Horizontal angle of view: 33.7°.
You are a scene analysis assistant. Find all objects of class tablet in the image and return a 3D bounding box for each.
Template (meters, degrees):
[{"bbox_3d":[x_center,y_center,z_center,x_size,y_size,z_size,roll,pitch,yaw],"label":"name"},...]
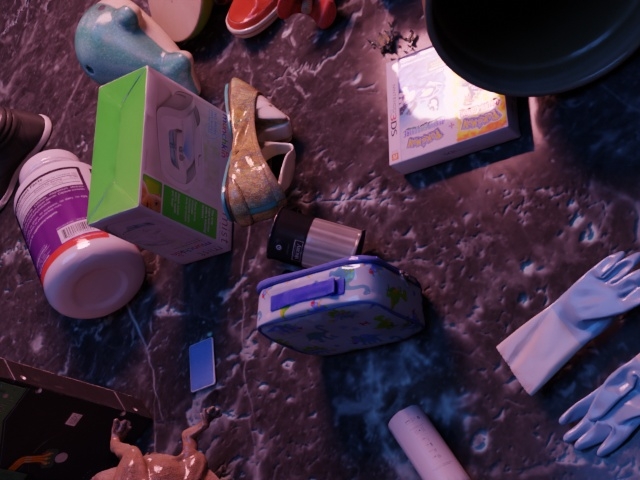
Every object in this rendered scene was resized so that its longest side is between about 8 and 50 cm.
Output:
[{"bbox_3d":[-0.196,0.206,1.753,0.054,0.006,0.083,-24,57,30],"label":"tablet"}]

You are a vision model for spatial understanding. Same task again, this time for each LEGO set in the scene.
[{"bbox_3d":[0.116,-0.325,1.725,0.083,0.023,0.054,26,91,29],"label":"LEGO set"}]

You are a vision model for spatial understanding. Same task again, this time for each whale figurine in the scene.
[{"bbox_3d":[-0.348,-0.339,1.974,0.272,0.216,0.141,32,61,27],"label":"whale figurine"}]

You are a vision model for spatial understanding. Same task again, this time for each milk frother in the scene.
[{"bbox_3d":[0.000,0.000,1.631,0.135,0.129,0.143,16,47,8],"label":"milk frother"}]

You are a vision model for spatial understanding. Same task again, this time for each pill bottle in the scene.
[{"bbox_3d":[-0.452,-0.021,1.940,0.181,0.181,0.323,-45,49,15],"label":"pill bottle"}]

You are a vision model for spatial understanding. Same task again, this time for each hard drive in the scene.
[{"bbox_3d":[-0.466,0.321,1.698,0.237,0.339,0.064,-52,49,10],"label":"hard drive"}]

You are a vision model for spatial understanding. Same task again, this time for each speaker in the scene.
[{"bbox_3d":[0.146,0.286,1.410,0.055,0.055,0.136,-47,50,13],"label":"speaker"}]

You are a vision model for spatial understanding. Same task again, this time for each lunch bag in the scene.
[{"bbox_3d":[0.027,0.094,1.508,0.219,0.176,0.090,-17,61,34],"label":"lunch bag"}]

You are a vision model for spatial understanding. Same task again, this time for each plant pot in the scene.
[{"bbox_3d":[0.283,-0.406,1.459,0.323,0.323,0.280,-34,37,23],"label":"plant pot"}]

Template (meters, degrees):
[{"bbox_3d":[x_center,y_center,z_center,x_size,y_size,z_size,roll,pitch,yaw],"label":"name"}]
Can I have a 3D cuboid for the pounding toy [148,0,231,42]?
[{"bbox_3d":[-0.245,-0.453,2.031,0.183,0.110,0.237,49,134,29],"label":"pounding toy"}]

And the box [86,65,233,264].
[{"bbox_3d":[-0.265,-0.120,1.797,0.127,0.231,0.262,-16,62,34],"label":"box"}]

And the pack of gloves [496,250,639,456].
[{"bbox_3d":[0.365,0.141,1.319,0.232,0.046,0.195,-43,62,20],"label":"pack of gloves"}]

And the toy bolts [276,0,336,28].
[{"bbox_3d":[0.027,-0.486,1.794,0.228,0.218,0.158,122,158,-49],"label":"toy bolts"}]

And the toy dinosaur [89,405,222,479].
[{"bbox_3d":[-0.240,0.370,1.583,0.295,0.127,0.200,-5,37,7],"label":"toy dinosaur"}]

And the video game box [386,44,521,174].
[{"bbox_3d":[0.195,-0.214,1.593,0.205,0.048,0.187,-17,63,33],"label":"video game box"}]

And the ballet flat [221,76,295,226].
[{"bbox_3d":[-0.098,-0.157,1.748,0.123,0.123,0.348,-33,36,24],"label":"ballet flat"}]

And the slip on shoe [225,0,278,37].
[{"bbox_3d":[-0.085,-0.522,1.914,0.123,0.101,0.331,33,95,41],"label":"slip on shoe"}]

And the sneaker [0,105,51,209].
[{"bbox_3d":[-0.709,-0.166,2.233,0.296,0.147,0.104,-53,50,10],"label":"sneaker"}]
